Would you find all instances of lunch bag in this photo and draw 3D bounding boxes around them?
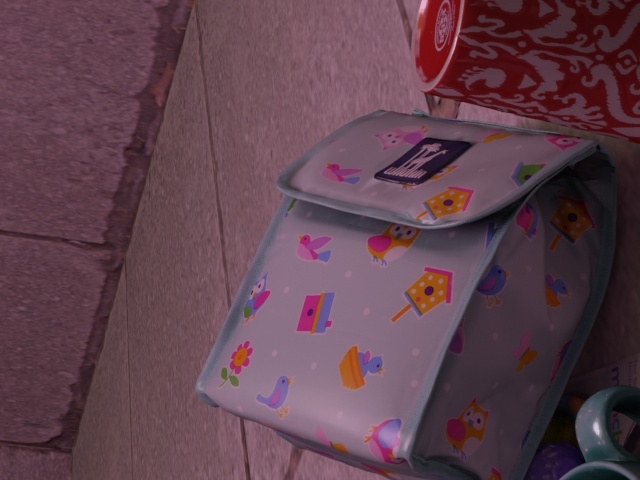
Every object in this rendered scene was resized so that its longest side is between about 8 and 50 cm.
[{"bbox_3d":[0.066,0.030,0.988,0.223,0.160,0.262,12,75,47],"label":"lunch bag"}]

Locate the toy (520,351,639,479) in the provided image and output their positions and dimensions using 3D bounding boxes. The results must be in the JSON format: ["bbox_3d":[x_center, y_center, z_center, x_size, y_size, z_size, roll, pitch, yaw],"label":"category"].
[{"bbox_3d":[0.144,0.166,1.000,0.237,0.056,0.137,137,137,-65],"label":"toy"}]

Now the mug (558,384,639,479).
[{"bbox_3d":[0.172,0.159,0.676,0.129,0.097,0.158,-154,73,-65],"label":"mug"}]

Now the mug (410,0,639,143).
[{"bbox_3d":[0.150,-0.138,0.924,0.113,0.169,0.150,114,157,-45],"label":"mug"}]

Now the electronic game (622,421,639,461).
[{"bbox_3d":[0.222,0.162,0.744,0.229,0.048,0.229,-173,90,-66],"label":"electronic game"}]
